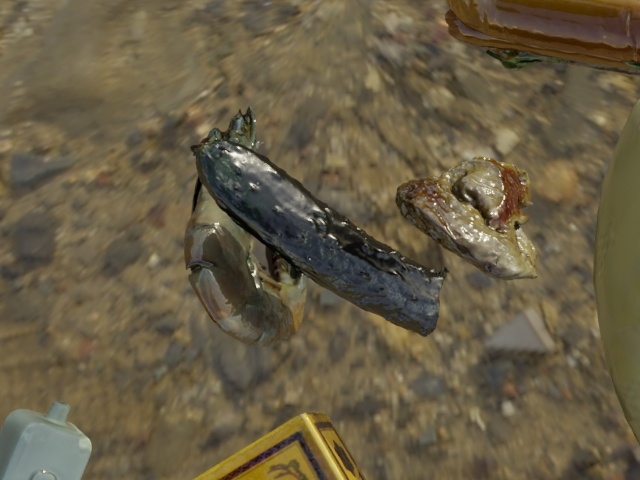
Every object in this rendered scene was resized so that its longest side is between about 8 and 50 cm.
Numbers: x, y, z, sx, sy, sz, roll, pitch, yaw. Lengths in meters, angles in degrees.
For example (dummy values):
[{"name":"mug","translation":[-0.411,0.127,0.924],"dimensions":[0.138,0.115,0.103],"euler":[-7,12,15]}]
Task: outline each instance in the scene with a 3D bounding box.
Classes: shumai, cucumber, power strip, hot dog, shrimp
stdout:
[{"name":"shumai","translation":[0.136,-0.025,1.582],"dimensions":[0.139,0.123,0.105],"euler":[9,95,-2]},{"name":"cucumber","translation":[0.000,0.000,1.648],"dimensions":[0.303,0.072,0.081],"euler":[30,62,-29]},{"name":"power strip","translation":[-0.343,0.349,1.836],"dimensions":[0.091,0.062,0.385],"euler":[22,89,-28]},{"name":"hot dog","translation":[0.203,-0.140,1.169],"dimensions":[0.250,0.100,0.068],"euler":[10,86,22]},{"name":"shrimp","translation":[-0.063,-0.007,1.757],"dimensions":[0.075,0.289,0.178],"euler":[-30,124,20]}]

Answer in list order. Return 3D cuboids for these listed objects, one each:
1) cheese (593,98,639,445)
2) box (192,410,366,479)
[{"name":"cheese","translation":[0.199,0.012,0.499],"dimensions":[0.226,0.117,0.214],"euler":[39,126,-10]},{"name":"box","translation":[-0.009,0.300,1.258],"dimensions":[0.193,0.084,0.301],"euler":[-32,78,7]}]
